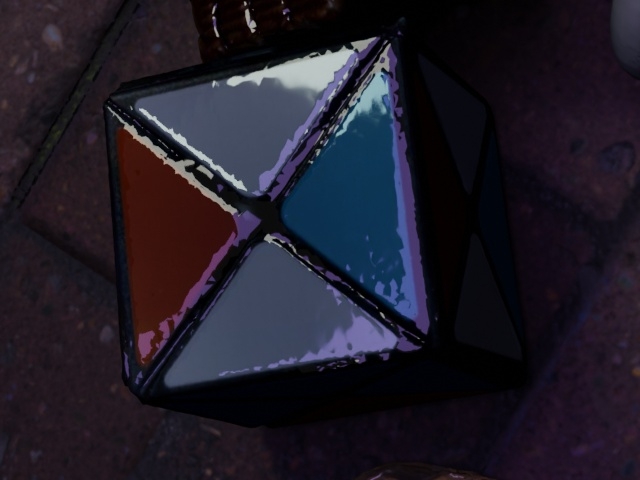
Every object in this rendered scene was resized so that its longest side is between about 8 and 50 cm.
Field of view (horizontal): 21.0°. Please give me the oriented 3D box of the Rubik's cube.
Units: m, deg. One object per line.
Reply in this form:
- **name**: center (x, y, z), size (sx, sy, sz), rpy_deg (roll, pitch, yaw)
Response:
- **Rubik's cube**: center (0.000, 0.001, 1.316), size (0.246, 0.248, 0.250), rpy_deg (-11, 78, 19)

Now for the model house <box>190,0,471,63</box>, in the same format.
- **model house**: center (0.013, -0.289, 1.339), size (0.283, 0.297, 0.317), rpy_deg (-9, 79, 15)

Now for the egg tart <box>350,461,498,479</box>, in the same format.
- **egg tart**: center (0.070, 0.302, 1.320), size (0.279, 0.095, 0.279), rpy_deg (-5, 78, 23)

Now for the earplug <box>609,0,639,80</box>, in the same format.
- **earplug**: center (0.241, -0.279, 1.271), size (0.175, 0.214, 0.325), rpy_deg (-11, 88, 18)
